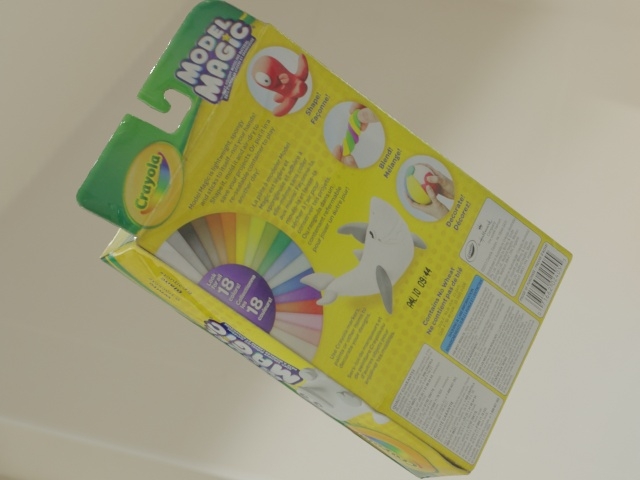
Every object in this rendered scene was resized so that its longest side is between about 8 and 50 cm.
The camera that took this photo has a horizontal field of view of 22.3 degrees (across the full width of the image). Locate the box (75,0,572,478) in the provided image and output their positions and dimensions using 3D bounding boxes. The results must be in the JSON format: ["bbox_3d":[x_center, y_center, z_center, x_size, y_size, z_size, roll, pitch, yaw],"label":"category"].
[{"bbox_3d":[0.000,0.000,0.608,0.043,0.179,0.105,-20,37,60],"label":"box"}]
